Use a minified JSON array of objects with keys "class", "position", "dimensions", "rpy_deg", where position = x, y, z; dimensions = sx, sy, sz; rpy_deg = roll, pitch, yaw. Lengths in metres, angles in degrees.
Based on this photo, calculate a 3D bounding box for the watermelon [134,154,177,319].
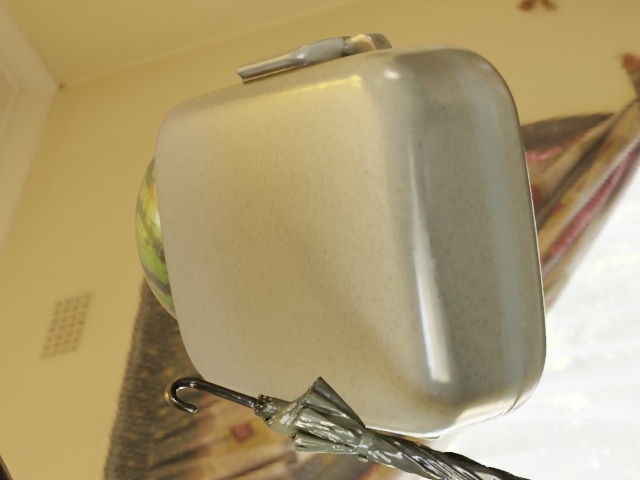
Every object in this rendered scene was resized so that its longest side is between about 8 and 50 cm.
[{"class":"watermelon","position":[-0.080,-0.019,1.293],"dimensions":[0.285,0.285,0.285],"rpy_deg":[-14,-90,-75]}]

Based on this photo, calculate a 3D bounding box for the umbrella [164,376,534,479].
[{"class":"umbrella","position":[0.044,0.113,0.618],"dimensions":[0.044,0.269,0.044],"rpy_deg":[-66,-10,-60]}]

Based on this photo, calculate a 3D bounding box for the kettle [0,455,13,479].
[{"class":"kettle","position":[-0.178,0.159,0.461],"dimensions":[0.144,0.202,0.232],"rpy_deg":[-23,-71,-29]}]

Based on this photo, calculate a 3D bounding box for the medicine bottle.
[{"class":"medicine bottle","position":[0.000,0.000,0.806],"dimensions":[0.123,0.375,0.282],"rpy_deg":[-10,-85,-31]}]
